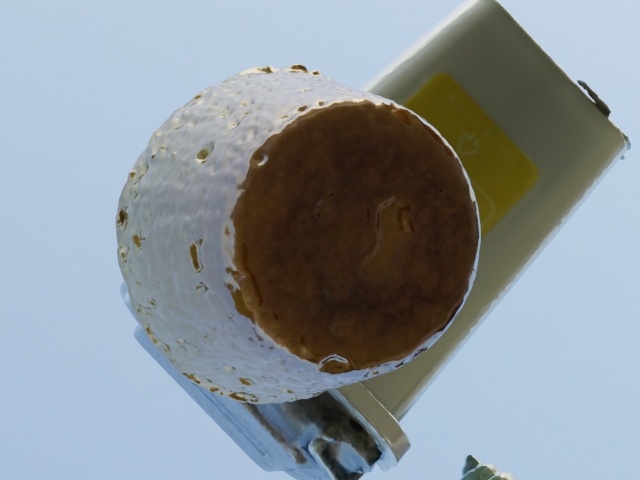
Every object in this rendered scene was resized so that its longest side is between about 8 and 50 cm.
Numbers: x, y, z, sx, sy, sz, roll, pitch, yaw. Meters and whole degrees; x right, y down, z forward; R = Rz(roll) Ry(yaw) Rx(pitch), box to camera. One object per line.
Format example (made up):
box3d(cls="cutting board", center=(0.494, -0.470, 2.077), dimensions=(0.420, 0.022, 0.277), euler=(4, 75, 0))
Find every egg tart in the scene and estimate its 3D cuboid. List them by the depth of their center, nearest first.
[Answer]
box3d(cls="egg tart", center=(0.000, 0.000, 0.990), dimensions=(0.203, 0.147, 0.202), euler=(-1, -87, -23))

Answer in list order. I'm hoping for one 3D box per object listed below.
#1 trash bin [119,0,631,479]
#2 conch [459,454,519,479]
box3d(cls="trash bin", center=(0.038, 0.001, 1.416), dimensions=(0.256, 0.296, 0.367), euler=(45, -105, -1))
box3d(cls="conch", center=(0.205, 0.340, 1.341), dimensions=(0.249, 0.197, 0.368), euler=(-15, -86, -14))
